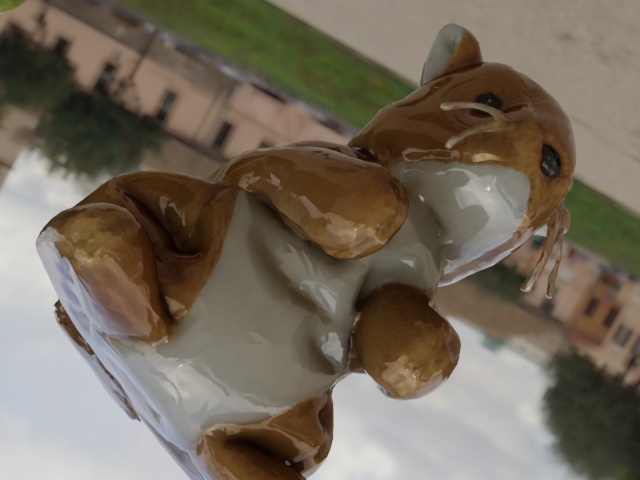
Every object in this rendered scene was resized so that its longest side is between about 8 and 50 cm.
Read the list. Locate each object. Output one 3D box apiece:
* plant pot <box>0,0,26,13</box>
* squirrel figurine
[{"bbox_3d":[-0.279,-0.258,1.097,0.254,0.276,0.276,25,-179,42],"label":"plant pot"},{"bbox_3d":[0.000,0.000,1.263,0.281,0.370,0.397,55,165,-10],"label":"squirrel figurine"}]
